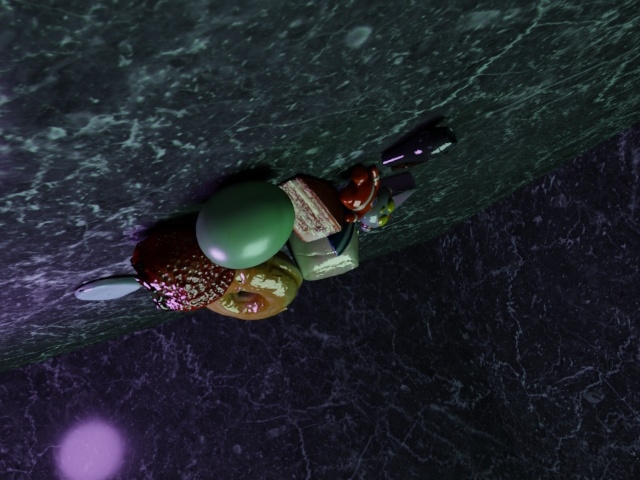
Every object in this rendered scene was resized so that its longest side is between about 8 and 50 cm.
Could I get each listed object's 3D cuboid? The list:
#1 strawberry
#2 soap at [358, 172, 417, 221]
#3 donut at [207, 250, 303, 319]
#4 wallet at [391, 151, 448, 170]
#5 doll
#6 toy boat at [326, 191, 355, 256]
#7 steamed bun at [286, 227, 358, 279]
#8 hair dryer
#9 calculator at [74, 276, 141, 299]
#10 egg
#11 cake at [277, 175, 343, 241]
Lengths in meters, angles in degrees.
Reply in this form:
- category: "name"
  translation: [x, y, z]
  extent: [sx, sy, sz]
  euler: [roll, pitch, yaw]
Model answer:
- category: "strawberry"
  translation: [-0.387, 0.065, 1.568]
  extent: [0.288, 0.238, 0.250]
  euler: [-30, 151, -2]
- category: "soap"
  translation: [0.231, -0.159, 2.017]
  extent: [0.181, 0.081, 0.259]
  euler: [-18, 169, -17]
- category: "donut"
  translation: [-0.286, 0.157, 2.053]
  extent: [0.449, 0.198, 0.449]
  euler: [1, 147, 1]
- category: "wallet"
  translation: [0.307, -0.258, 1.678]
  extent: [0.176, 0.026, 0.095]
  euler: [-24, -165, -24]
- category: "doll"
  translation: [0.165, -0.122, 1.758]
  extent: [0.200, 0.105, 0.336]
  euler: [-62, 150, -4]
- category: "toy boat"
  translation: [0.061, -0.059, 1.779]
  extent: [0.096, 0.062, 0.299]
  euler: [-18, -145, 20]
- category: "steamed bun"
  translation: [0.000, 0.000, 2.062]
  extent: [0.290, 0.273, 0.272]
  euler: [-25, 154, 9]
- category: "hair dryer"
  translation: [0.335, -0.279, 1.604]
  extent: [0.235, 0.091, 0.271]
  euler: [-16, 179, 42]
- category: "calculator"
  translation: [-0.772, 0.179, 1.988]
  extent: [0.184, 0.042, 0.295]
  euler: [-23, 169, 20]
- category: "egg"
  translation: [-0.195, -0.044, 1.400]
  extent: [0.269, 0.220, 0.220]
  euler: [-32, 168, 9]
- category: "cake"
  translation: [-0.046, -0.088, 1.635]
  extent: [0.158, 0.160, 0.262]
  euler: [-21, 169, 23]
